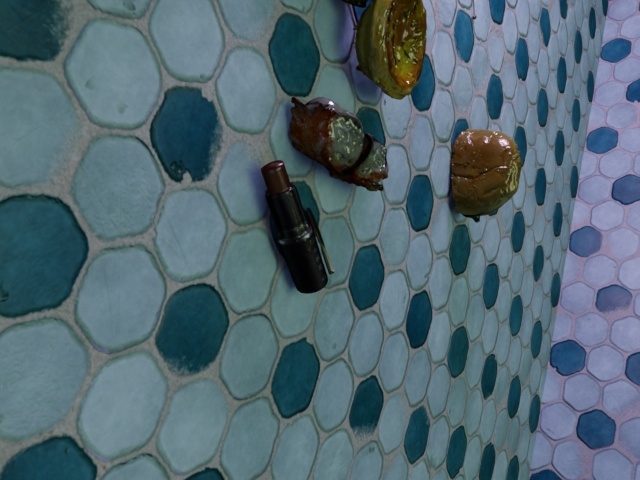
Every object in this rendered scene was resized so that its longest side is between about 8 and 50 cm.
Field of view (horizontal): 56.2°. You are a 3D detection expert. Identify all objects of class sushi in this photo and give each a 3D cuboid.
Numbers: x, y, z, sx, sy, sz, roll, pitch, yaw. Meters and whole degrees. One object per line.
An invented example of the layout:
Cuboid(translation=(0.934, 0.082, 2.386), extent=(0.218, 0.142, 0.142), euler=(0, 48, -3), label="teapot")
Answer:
Cuboid(translation=(0.051, -0.208, 1.329), extent=(0.332, 0.124, 0.130), euler=(24, 84, -53), label="sushi")

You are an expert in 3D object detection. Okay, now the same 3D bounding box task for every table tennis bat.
Cuboid(translation=(0.000, 0.000, 1.295), extent=(0.087, 0.013, 0.156), euler=(64, 6, -69), label="table tennis bat")

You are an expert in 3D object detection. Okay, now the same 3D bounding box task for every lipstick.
Cuboid(translation=(-0.057, -0.024, 1.229), extent=(0.081, 0.081, 0.299), euler=(-47, 129, -41), label="lipstick")

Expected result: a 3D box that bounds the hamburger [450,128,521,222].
Cuboid(translation=(0.534, -0.214, 1.912), extent=(0.132, 0.211, 0.308), euler=(18, 76, -57), label="hamburger")

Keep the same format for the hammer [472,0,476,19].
Cuboid(translation=(0.510, -0.801, 1.997), extent=(0.029, 0.014, 0.123), euler=(-25, 111, -59), label="hammer")

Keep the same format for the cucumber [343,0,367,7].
Cuboid(translation=(0.017, -0.657, 1.279), extent=(0.096, 0.096, 0.359), euler=(-62, 139, -29), label="cucumber")

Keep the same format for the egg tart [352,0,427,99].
Cuboid(translation=(0.169, -0.487, 1.455), extent=(0.290, 0.115, 0.290), euler=(-32, 128, -53), label="egg tart")
